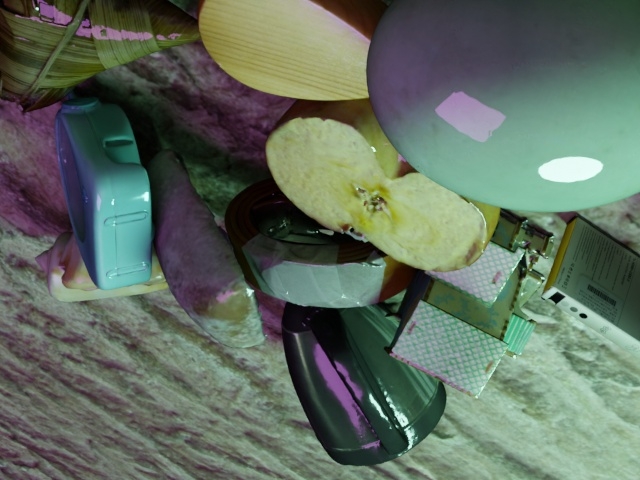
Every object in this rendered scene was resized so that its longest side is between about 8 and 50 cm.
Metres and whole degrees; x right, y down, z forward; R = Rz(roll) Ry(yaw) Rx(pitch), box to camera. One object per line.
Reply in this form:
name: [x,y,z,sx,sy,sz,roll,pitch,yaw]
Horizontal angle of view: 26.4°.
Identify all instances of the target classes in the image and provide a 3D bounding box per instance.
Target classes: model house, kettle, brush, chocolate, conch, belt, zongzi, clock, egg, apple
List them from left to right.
zongzi: [-0.287,-0.247,1.764,0.288,0.134,0.286,18,148,-2]
clock: [-0.302,-0.089,1.883,0.094,0.274,0.223,-10,141,-16]
conch: [-0.316,0.022,2.101,0.255,0.127,0.158,-6,168,-1]
chocolate: [-0.174,0.019,1.879,0.100,0.303,0.185,-26,146,-5]
belt: [0.000,0.000,1.822,0.261,0.184,0.105,14,140,22]
brush: [0.004,-0.260,1.537,0.266,0.166,0.174,21,140,7]
kettle: [0.033,0.178,1.974,0.207,0.251,0.271,-13,119,31]
apple: [0.097,-0.106,1.662,0.293,0.163,0.251,31,155,3]
model house: [0.190,0.107,1.816,0.178,0.206,0.271,30,141,-4]
egg: [0.230,-0.166,1.393,0.389,0.276,0.276,5,150,-26]

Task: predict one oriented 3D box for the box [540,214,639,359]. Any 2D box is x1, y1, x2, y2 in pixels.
box: [0.401,0.083,1.731,0.247,0.129,0.033,33,143,-7]
